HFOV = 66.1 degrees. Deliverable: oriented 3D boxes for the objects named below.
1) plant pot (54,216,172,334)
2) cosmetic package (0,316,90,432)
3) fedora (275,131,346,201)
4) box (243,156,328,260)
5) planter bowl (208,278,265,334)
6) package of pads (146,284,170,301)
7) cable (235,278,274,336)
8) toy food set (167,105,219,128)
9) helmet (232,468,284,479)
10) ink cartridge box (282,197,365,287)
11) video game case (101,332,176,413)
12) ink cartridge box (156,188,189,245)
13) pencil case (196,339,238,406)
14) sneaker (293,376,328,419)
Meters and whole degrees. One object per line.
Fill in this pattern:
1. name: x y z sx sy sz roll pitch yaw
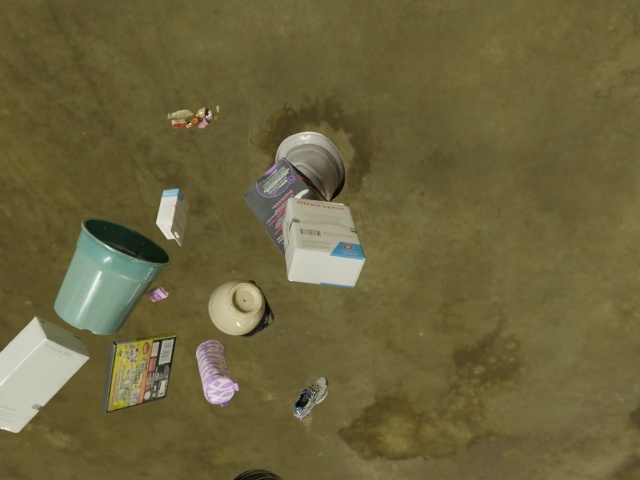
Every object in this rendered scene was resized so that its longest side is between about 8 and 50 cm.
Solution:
1. plant pot: -0.784 0.141 1.814 0.341 0.341 0.334 29 96 -19
2. cosmetic package: -1.095 0.500 1.837 0.385 0.156 0.217 -47 139 -4
3. fedora: -0.039 -0.217 1.677 0.243 0.124 0.275 -7 126 16
4. box: -0.057 -0.063 1.317 0.165 0.270 0.143 -42 148 10
5. planter bowl: -0.226 0.179 1.396 0.162 0.162 0.109 24 152 -15
6. package of pads: -0.641 0.209 1.939 0.083 0.032 0.050 -21 119 27
7. cable: -0.240 0.211 1.562 0.150 0.184 0.047 -24 174 -20
8. toy food set: -0.296 -0.284 1.161 0.122 0.019 0.078 -17 168 -19
9. helmet: -0.139 0.601 1.104 0.169 0.161 0.169 21 125 32
10. ink cartridge box: 0.000 0.000 1.074 0.148 0.203 0.086 8 124 -13
11. video game case: -0.677 0.492 1.847 0.248 0.035 0.275 0 107 -48
12. ink cartridge box: -0.520 -0.078 1.725 0.061 0.181 0.104 -4 147 7
13. pencil case: -0.284 0.351 1.337 0.088 0.206 0.086 -20 118 -14
14. sneaker: -0.025 0.427 1.355 0.052 0.135 0.058 20 143 33
